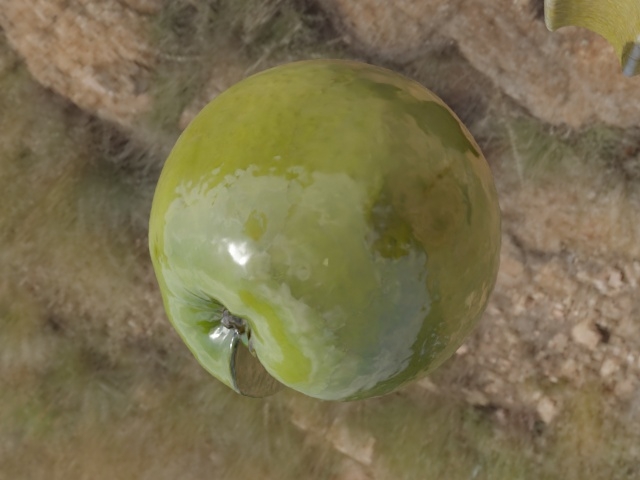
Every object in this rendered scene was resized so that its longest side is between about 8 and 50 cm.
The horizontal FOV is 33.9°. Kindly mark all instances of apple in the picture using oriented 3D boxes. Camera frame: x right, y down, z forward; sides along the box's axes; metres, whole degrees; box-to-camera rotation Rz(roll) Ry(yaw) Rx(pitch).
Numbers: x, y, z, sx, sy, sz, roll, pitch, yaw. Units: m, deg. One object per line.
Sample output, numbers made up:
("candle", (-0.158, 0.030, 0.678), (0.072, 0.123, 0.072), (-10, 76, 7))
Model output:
("apple", (0.000, 0.000, 0.868), (0.292, 0.254, 0.292), (26, 139, 25))

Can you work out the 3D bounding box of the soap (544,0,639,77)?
("soap", (0.331, -0.325, 0.967), (0.156, 0.293, 0.335), (33, -173, 10))
